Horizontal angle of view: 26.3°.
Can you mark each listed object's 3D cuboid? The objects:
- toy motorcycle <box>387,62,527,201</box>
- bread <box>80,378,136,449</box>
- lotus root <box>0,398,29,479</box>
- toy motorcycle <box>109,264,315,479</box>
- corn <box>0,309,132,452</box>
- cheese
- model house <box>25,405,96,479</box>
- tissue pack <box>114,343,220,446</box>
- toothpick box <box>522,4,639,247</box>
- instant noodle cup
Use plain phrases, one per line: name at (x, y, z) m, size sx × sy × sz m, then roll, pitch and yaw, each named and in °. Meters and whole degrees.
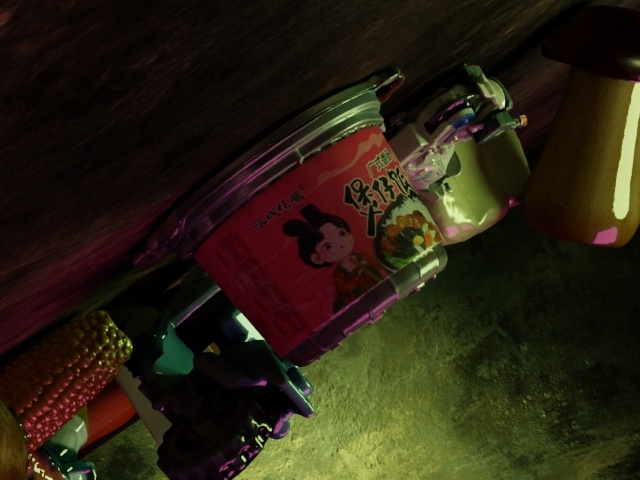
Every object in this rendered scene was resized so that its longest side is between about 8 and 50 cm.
toy motorcycle at (0.138, -0.118, 1.590) m, size 0.150 × 0.102 × 0.221 m, roll -12°, pitch 159°, yaw -46°
bread at (-0.361, 0.270, 1.964) m, size 0.239 × 0.074 × 0.093 m, roll -31°, pitch -174°, yaw -34°
lotus root at (-0.319, 0.189, 1.086) m, size 0.193 × 0.193 × 0.291 m, roll -34°, pitch 172°, yaw -16°
toy motorcycle at (-0.098, 0.105, 1.442) m, size 0.232 × 0.172 × 0.416 m, roll -39°, pitch -159°, yaw 0°
corn at (-0.299, 0.165, 1.333) m, size 0.260 × 0.091 × 0.091 m, roll -38°, pitch 157°, yaw -14°
cheese at (0.181, -0.087, 1.784) m, size 0.093 × 0.159 × 0.263 m, roll -31°, pitch 179°, yaw 38°
model house at (-0.349, 0.285, 1.518) m, size 0.184 × 0.253 × 0.291 m, roll -15°, pitch -154°, yaw 36°
tissue pack at (-0.180, 0.186, 1.929) m, size 0.136 × 0.159 × 0.246 m, roll -35°, pitch 176°, yaw 5°
toothpick box at (0.354, -0.148, 1.735) m, size 0.192 × 0.192 × 0.294 m, roll -22°, pitch 126°, yaw -69°
instant noodle cup at (0.000, 0.000, 1.269) m, size 0.302 × 0.181 × 0.258 m, roll -37°, pitch 176°, yaw 12°
